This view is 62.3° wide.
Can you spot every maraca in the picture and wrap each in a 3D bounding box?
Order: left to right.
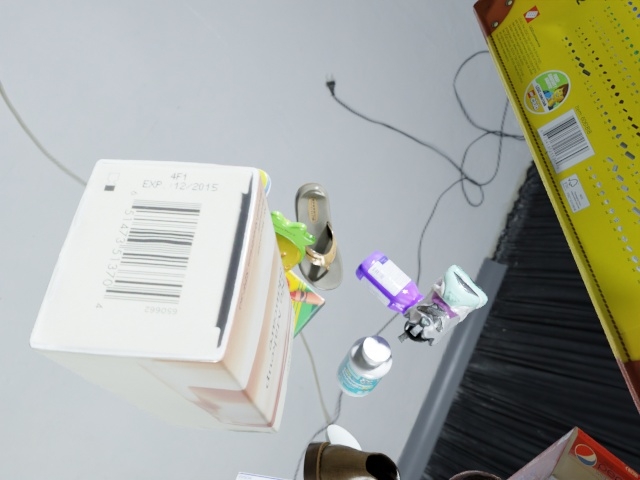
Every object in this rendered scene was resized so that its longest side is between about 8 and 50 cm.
[{"bbox_3d":[-0.080,0.001,0.847,0.127,0.186,0.099,23,63,-16],"label":"maraca"}]

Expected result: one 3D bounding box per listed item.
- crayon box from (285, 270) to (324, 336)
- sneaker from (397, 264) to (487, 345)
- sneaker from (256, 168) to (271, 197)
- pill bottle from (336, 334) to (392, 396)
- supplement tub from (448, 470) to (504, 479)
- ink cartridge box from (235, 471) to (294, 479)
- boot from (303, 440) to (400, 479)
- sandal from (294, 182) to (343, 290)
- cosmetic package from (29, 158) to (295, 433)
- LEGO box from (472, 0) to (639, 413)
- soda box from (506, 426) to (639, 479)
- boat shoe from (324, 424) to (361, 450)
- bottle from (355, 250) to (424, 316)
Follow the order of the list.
[{"bbox_3d":[-0.166,0.195,1.223,0.202,0.081,0.318,40,82,9],"label":"crayon box"},{"bbox_3d":[0.086,0.053,0.395,0.069,0.098,0.038,-46,70,13],"label":"sneaker"},{"bbox_3d":[-0.134,-0.068,1.002,0.053,0.059,0.144,32,103,3],"label":"sneaker"},{"bbox_3d":[0.152,0.419,1.792,0.146,0.264,0.146,8,52,-10],"label":"pill bottle"},{"bbox_3d":[0.177,0.365,0.637,0.106,0.106,0.197,-28,141,-25],"label":"supplement tub"},{"bbox_3d":[-0.207,0.842,1.680,0.223,0.045,0.223,22,90,-25],"label":"ink cartridge box"},{"bbox_3d":[0.081,0.416,0.847,0.305,0.115,0.112,62,27,-42],"label":"boot"},{"bbox_3d":[0.000,0.000,1.006,0.090,0.060,0.219,-10,110,-14],"label":"sandal"},{"bbox_3d":[-0.104,0.074,0.478,0.129,0.296,0.153,4,64,4],"label":"cosmetic package"},{"bbox_3d":[0.406,-0.062,0.578,0.373,0.193,0.499,18,52,-41],"label":"LEGO box"},{"bbox_3d":[0.281,0.347,0.674,0.092,0.263,0.083,38,50,19],"label":"soda box"},{"bbox_3d":[0.065,0.509,1.156,0.078,0.219,0.070,10,122,-42],"label":"boat shoe"},{"bbox_3d":[0.243,0.161,1.675,0.283,0.092,0.118,43,53,13],"label":"bottle"}]
